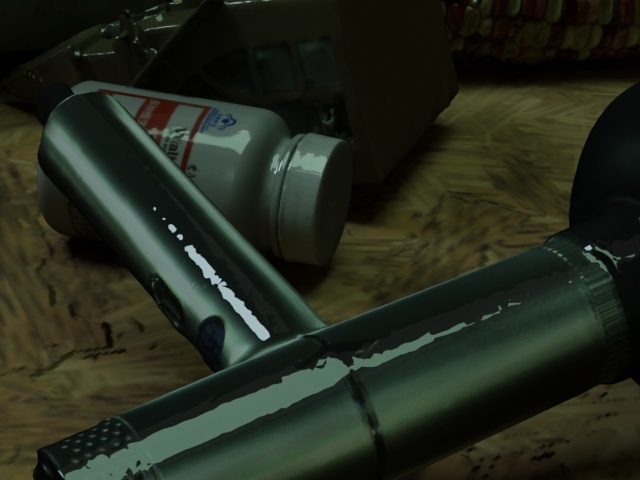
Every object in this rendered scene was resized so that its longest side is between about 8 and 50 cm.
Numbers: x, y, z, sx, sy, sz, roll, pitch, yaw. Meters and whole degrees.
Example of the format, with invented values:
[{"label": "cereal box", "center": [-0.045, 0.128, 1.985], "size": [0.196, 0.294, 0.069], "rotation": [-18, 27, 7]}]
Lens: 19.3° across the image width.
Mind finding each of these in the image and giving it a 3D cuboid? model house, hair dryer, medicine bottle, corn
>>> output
[{"label": "model house", "center": [-0.074, -0.118, 1.040], "size": [0.248, 0.176, 0.181], "rotation": [-5, 21, 21]}, {"label": "hair dryer", "center": [0.015, -0.016, 0.768], "size": [0.320, 0.155, 0.284], "rotation": [-13, 56, -19]}, {"label": "medicine bottle", "center": [-0.059, -0.030, 0.915], "size": [0.140, 0.079, 0.079], "rotation": [11, 26, 15]}, {"label": "corn", "center": [0.100, -0.154, 1.182], "size": [0.290, 0.098, 0.098], "rotation": [-6, 27, -14]}]

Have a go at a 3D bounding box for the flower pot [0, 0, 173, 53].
[{"label": "flower pot", "center": [-0.194, -0.195, 1.121], "size": [0.203, 0.212, 0.212], "rotation": [-1, 25, -25]}]
